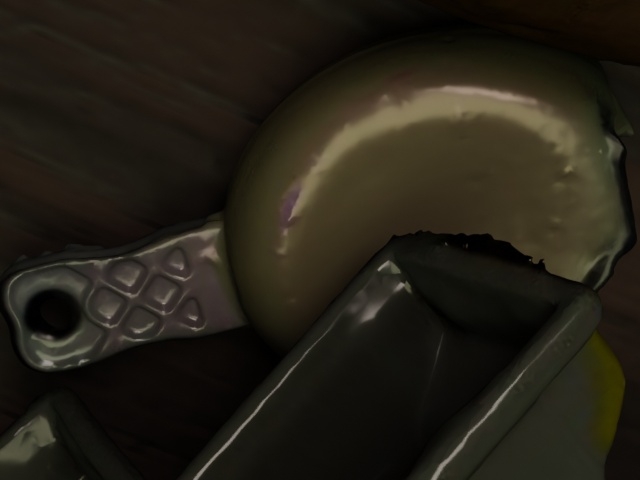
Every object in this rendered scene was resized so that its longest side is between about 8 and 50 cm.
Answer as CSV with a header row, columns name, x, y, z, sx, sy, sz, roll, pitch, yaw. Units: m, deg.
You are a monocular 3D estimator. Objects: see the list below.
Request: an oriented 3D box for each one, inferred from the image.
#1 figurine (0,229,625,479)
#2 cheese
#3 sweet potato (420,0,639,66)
name,x,y,z,sx,sy,sz,roll,pitch,yaw
figurine,0.041,0.155,0.467,0.342,0.167,0.285,-11,128,48
cheese,0.004,0.006,0.478,0.171,0.047,0.092,-32,108,9
sweet potato,0.085,-0.093,0.397,0.337,0.131,0.131,23,109,-10
